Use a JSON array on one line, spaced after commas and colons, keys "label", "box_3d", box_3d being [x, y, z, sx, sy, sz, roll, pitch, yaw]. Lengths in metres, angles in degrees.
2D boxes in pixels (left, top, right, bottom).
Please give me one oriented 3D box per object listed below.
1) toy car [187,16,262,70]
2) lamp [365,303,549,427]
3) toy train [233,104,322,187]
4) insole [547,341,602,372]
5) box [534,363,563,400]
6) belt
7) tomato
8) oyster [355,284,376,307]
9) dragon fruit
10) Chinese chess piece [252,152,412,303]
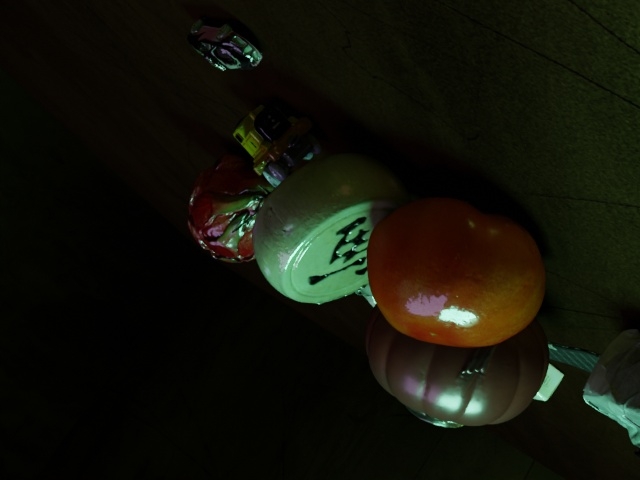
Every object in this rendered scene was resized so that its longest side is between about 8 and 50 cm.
[{"label": "toy car", "box_3d": [-0.137, -0.267, 1.283, 0.069, 0.055, 0.142, 38, 172, -36]}, {"label": "lamp", "box_3d": [0.225, 0.174, 1.519, 0.303, 0.257, 0.303, 11, -159, -4]}, {"label": "toy train", "box_3d": [-0.074, -0.161, 1.485, 0.127, 0.089, 0.219, 47, 170, -6]}, {"label": "insole", "box_3d": [0.468, 0.217, 1.664, 0.110, 0.012, 0.309, 39, 169, -26]}, {"label": "box", "box_3d": [0.358, 0.228, 1.911, 0.256, 0.069, 0.164, 37, 170, -4]}, {"label": "belt", "box_3d": [0.479, 0.228, 1.240, 0.184, 0.164, 0.289, 33, 174, -20]}, {"label": "tomato", "box_3d": [0.180, 0.049, 1.276, 0.259, 0.180, 0.260, 14, 159, 5]}, {"label": "oyster", "box_3d": [0.155, 0.116, 1.718, 0.252, 0.087, 0.199, 26, 164, -10]}, {"label": "dragon fruit", "box_3d": [-0.165, -0.075, 1.907, 0.233, 0.234, 0.293, 36, 150, -5]}, {"label": "Chinese chess piece", "box_3d": [0.021, -0.015, 1.375, 0.101, 0.250, 0.250, 57, -177, 32]}]
